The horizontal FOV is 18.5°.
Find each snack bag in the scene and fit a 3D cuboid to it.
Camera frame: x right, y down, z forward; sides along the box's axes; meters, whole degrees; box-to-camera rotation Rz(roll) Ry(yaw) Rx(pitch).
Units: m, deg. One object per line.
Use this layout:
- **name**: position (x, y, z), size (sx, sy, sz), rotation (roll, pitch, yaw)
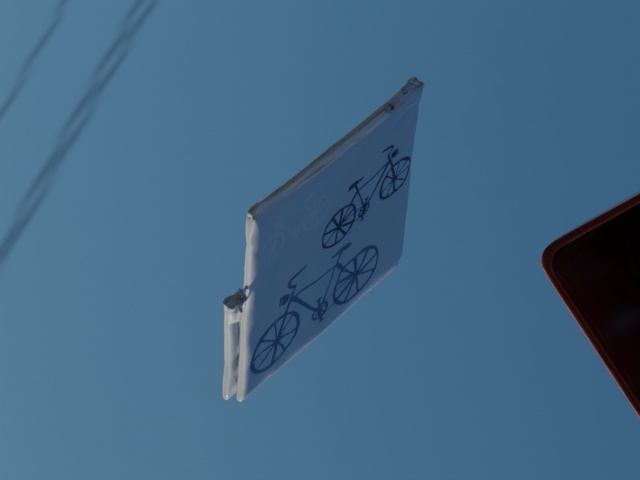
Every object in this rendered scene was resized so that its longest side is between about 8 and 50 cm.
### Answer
- **snack bag**: position (0.000, 0.000, 2.348), size (0.037, 0.342, 0.323), rotation (34, -126, 24)

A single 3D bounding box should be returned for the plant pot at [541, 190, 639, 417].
- **plant pot**: position (0.383, 0.028, 1.655), size (0.267, 0.267, 0.236), rotation (-31, -176, 22)
